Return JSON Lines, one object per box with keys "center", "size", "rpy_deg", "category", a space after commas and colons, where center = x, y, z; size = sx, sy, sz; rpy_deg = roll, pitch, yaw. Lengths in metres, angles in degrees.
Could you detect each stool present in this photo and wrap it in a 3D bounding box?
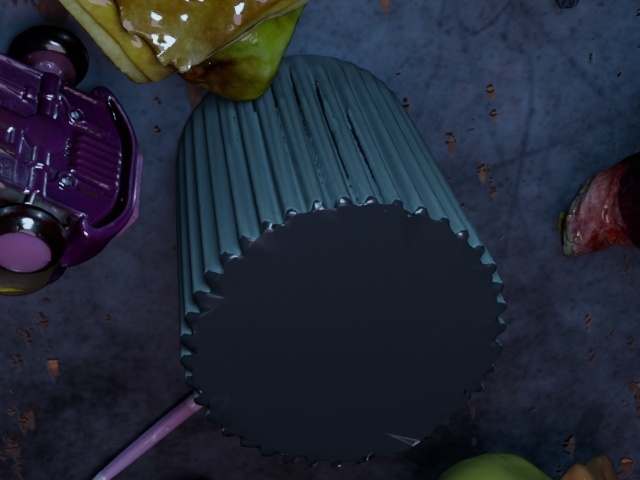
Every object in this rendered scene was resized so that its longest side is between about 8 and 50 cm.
{"center": [0.000, 0.000, 1.773], "size": [0.297, 0.330, 0.297], "rpy_deg": [-4, 124, -7], "category": "stool"}

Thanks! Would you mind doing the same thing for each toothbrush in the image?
{"center": [-0.227, 0.251, 2.081], "size": [0.286, 0.025, 0.020], "rpy_deg": [-40, 118, 14], "category": "toothbrush"}

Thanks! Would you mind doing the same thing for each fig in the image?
{"center": [-0.078, -0.216, 1.744], "size": [0.165, 0.144, 0.154], "rpy_deg": [-36, 85, 4], "category": "fig"}

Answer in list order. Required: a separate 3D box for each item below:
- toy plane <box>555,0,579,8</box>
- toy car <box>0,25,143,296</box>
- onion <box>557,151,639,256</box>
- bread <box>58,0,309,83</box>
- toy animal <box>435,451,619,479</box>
{"center": [0.322, -0.271, 1.787], "size": [0.316, 0.204, 0.103], "rpy_deg": [-12, 127, 21], "category": "toy plane"}
{"center": [-0.357, -0.067, 1.730], "size": [0.340, 0.271, 0.240], "rpy_deg": [25, 133, -24], "category": "toy car"}
{"center": [0.429, -0.053, 1.867], "size": [0.398, 0.420, 0.398], "rpy_deg": [-2, 92, -45], "category": "onion"}
{"center": [-0.090, -0.337, 1.555], "size": [0.370, 0.191, 0.314], "rpy_deg": [-36, 121, -1], "category": "bread"}
{"center": [0.182, 0.353, 2.126], "size": [0.338, 0.216, 0.191], "rpy_deg": [-33, 95, 15], "category": "toy animal"}
